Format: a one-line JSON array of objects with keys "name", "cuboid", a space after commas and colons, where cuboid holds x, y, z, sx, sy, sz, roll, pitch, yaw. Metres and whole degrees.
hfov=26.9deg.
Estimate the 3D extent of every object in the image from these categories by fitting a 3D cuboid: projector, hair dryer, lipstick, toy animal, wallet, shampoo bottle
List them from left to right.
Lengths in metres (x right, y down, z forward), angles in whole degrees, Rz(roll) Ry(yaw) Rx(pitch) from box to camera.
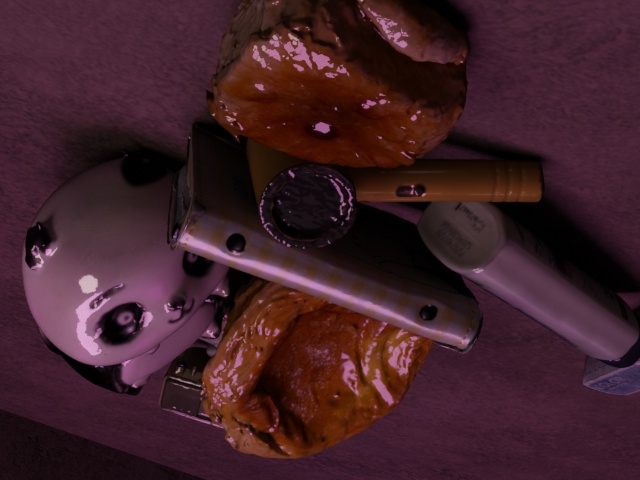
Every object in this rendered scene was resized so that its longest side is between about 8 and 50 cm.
[{"name": "toy animal", "cuboid": [-0.232, 0.034, 1.542, 0.251, 0.251, 0.310, 13, 153, 2]}, {"name": "projector", "cuboid": [-0.114, 0.244, 2.171, 0.269, 0.088, 0.193, 14, -166, 0]}, {"name": "wallet", "cuboid": [0.000, 0.000, 1.344, 0.309, 0.077, 0.223, 21, -162, -15]}, {"name": "hair dryer", "cuboid": [0.072, -0.063, 1.265, 0.278, 0.135, 0.090, 0, 120, -11]}, {"name": "shampoo bottle", "cuboid": [0.233, 0.042, 1.438, 0.359, 0.078, 0.134, 30, -170, -48]}, {"name": "lipstick", "cuboid": [0.401, 0.128, 1.610, 0.077, 0.076, 0.290, 12, 161, -9]}]

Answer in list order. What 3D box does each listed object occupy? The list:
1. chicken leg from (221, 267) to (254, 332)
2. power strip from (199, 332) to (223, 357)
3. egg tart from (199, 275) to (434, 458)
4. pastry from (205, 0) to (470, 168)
[{"name": "chicken leg", "cuboid": [-0.089, 0.114, 1.748, 0.125, 0.196, 0.080, 23, 133, -40]}, {"name": "power strip", "cuboid": [-0.092, 0.160, 2.056, 0.265, 0.059, 0.193, 28, 156, -37]}, {"name": "egg tart", "cuboid": [-0.002, 0.111, 1.616, 0.150, 0.352, 0.352, 53, -173, 37]}, {"name": "pastry", "cuboid": [0.008, -0.136, 1.096, 0.229, 0.100, 0.218, -1, 156, 32]}]
